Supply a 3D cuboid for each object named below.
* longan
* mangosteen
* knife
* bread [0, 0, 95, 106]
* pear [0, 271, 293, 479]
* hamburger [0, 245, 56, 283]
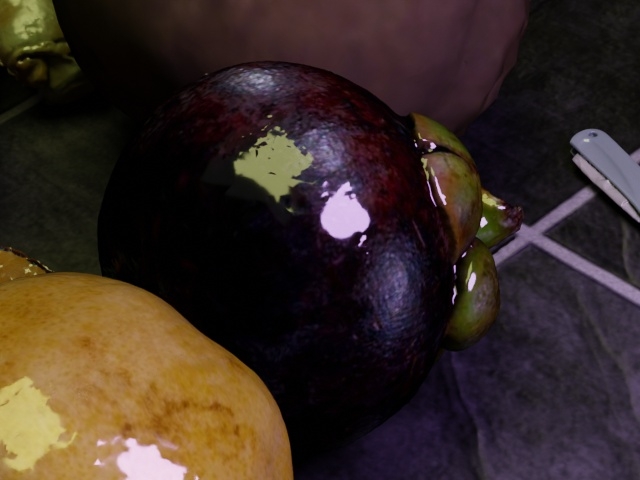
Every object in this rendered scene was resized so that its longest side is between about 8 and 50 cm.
[{"bbox_3d":[-0.029,-0.255,1.632,0.436,0.404,0.404,26,50,36],"label":"longan"},{"bbox_3d":[-0.015,0.001,1.406,0.300,0.300,0.300,-4,40,4],"label":"mangosteen"},{"bbox_3d":[0.263,-0.046,1.627,0.044,0.023,0.162,-18,41,-16],"label":"knife"},{"bbox_3d":[-0.273,-0.238,1.831,0.088,0.128,0.232,-40,54,26],"label":"bread"},{"bbox_3d":[-0.171,0.176,1.222,0.314,0.314,0.314,-4,40,4],"label":"pear"},{"bbox_3d":[-0.267,0.060,1.531,0.176,0.087,0.102,19,45,25],"label":"hamburger"}]
